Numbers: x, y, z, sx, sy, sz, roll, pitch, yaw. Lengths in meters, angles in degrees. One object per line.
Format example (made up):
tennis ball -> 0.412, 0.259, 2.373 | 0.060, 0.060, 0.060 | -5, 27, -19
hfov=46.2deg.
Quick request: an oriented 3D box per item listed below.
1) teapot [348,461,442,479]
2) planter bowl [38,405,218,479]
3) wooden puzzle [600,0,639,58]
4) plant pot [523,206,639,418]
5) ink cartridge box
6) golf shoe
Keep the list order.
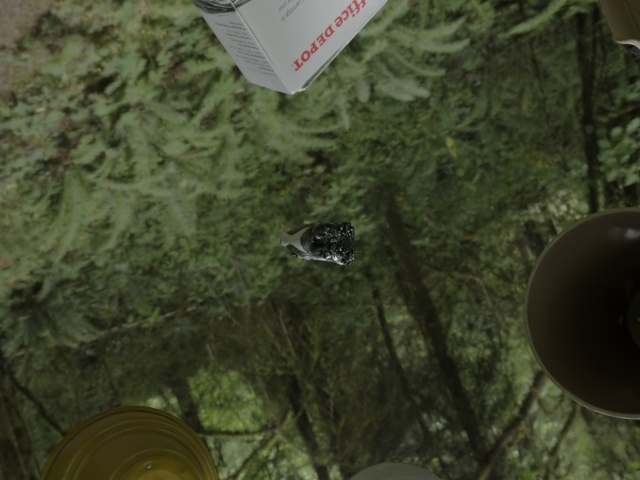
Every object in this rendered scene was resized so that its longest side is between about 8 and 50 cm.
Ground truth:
teapot -> 0.123, 0.491, 1.290 | 0.253, 0.256, 0.187 | -55, -176, -9
planter bowl -> -0.192, 0.287, 0.820 | 0.217, 0.217, 0.090 | -16, 173, -36
wooden puzzle -> 0.556, -0.321, 1.235 | 0.238, 0.221, 0.044 | 26, 131, -17
plant pot -> 0.449, 0.101, 1.020 | 0.256, 0.257, 0.274 | -25, 160, 31
ink cartridge box -> -0.047, -0.254, 0.656 | 0.148, 0.203, 0.086 | -48, -138, -15
golf shoe -> 0.000, 0.000, 1.317 | 0.093, 0.077, 0.198 | 3, 173, 24
